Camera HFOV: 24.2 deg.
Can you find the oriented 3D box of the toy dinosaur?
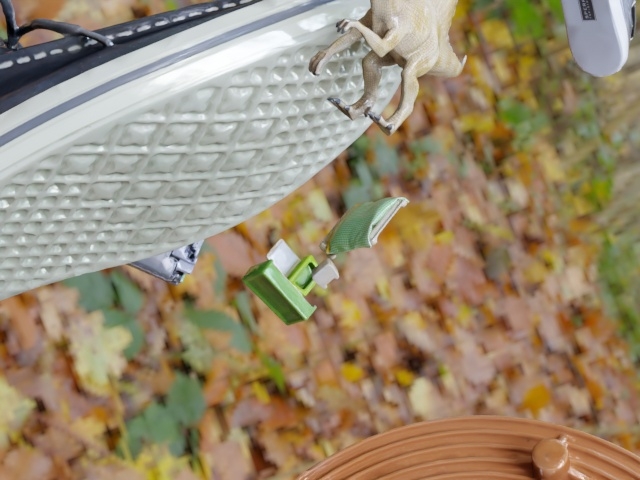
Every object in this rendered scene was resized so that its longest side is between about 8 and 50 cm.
[{"bbox_3d":[0.048,-0.104,0.816,0.053,0.093,0.183,33,-5,32],"label":"toy dinosaur"}]

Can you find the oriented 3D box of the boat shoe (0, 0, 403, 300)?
[{"bbox_3d":[-0.192,-0.057,0.894,0.187,0.500,0.156,61,8,-63],"label":"boat shoe"}]

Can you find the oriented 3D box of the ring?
[{"bbox_3d":[0.078,0.239,0.789,0.032,0.336,0.337,71,4,-53],"label":"ring"}]

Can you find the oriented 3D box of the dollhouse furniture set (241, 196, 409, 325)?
[{"bbox_3d":[0.000,0.000,1.279,0.058,0.076,0.152,48,59,-15],"label":"dollhouse furniture set"}]

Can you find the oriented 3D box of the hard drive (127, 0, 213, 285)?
[{"bbox_3d":[-0.115,-0.085,1.268,0.064,0.237,0.339,24,-3,-12],"label":"hard drive"}]

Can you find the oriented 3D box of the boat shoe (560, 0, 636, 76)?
[{"bbox_3d":[0.280,-0.277,1.499,0.076,0.080,0.228,-54,136,-41],"label":"boat shoe"}]
